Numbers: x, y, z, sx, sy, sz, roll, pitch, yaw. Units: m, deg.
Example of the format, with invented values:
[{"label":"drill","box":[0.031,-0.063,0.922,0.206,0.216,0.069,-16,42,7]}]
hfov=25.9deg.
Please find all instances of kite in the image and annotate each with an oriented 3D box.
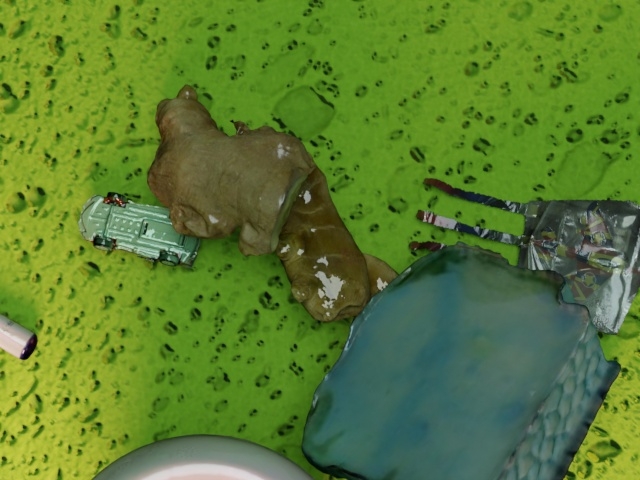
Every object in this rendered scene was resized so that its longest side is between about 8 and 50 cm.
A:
[{"label":"kite","box":[0.215,0.003,1.421,0.245,0.015,0.141,15,78,-2]}]

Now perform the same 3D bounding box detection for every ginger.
[{"label":"ginger","box":[-0.005,0.011,1.372,0.115,0.081,0.205,-37,84,-20]},{"label":"ginger","box":[-0.105,-0.067,1.354,0.213,0.074,0.137,28,77,29]}]

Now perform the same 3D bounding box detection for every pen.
[{"label":"pen","box":[-0.398,0.038,1.372,0.269,0.033,0.033,30,80,2]}]

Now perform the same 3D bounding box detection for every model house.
[{"label":"model house","box":[0.158,0.180,1.327,0.226,0.241,0.261,14,62,43]}]

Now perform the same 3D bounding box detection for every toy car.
[{"label":"toy car","box":[-0.180,-0.009,1.390,0.122,0.035,0.059,12,75,2]}]

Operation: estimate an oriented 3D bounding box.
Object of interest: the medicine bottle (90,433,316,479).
[{"label":"medicine bottle","box":[-0.097,0.296,1.200,0.256,0.325,0.256,0,81,-2]}]
